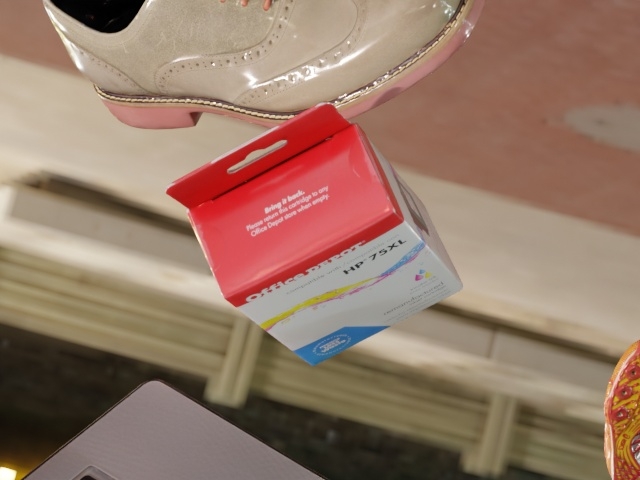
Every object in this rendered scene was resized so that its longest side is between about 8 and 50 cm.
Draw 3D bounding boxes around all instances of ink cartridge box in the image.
[{"bbox_3d":[0.000,0.000,1.274,0.134,0.078,0.231,-28,155,10],"label":"ink cartridge box"}]

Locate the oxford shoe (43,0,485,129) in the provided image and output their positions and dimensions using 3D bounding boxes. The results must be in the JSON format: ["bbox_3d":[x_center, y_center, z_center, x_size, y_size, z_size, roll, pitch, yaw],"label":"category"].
[{"bbox_3d":[-0.053,-0.155,1.258,0.348,0.123,0.130,-7,142,36],"label":"oxford shoe"}]

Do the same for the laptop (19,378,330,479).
[{"bbox_3d":[-0.040,0.181,0.980,0.382,0.236,0.408,29,-142,19],"label":"laptop"}]

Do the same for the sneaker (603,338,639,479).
[{"bbox_3d":[0.266,0.142,1.559,0.064,0.067,0.175,-2,132,-5],"label":"sneaker"}]
